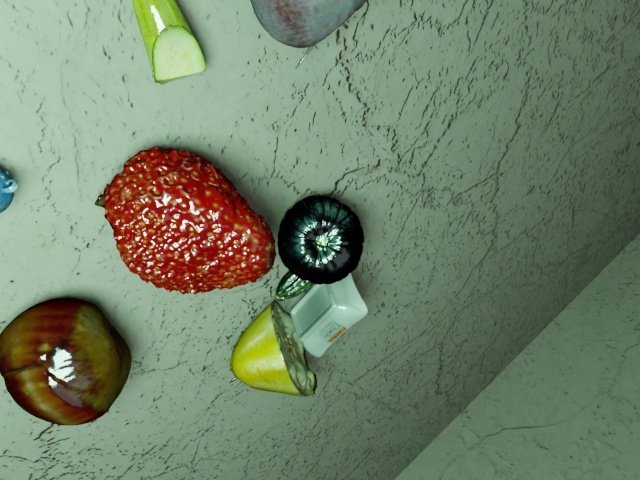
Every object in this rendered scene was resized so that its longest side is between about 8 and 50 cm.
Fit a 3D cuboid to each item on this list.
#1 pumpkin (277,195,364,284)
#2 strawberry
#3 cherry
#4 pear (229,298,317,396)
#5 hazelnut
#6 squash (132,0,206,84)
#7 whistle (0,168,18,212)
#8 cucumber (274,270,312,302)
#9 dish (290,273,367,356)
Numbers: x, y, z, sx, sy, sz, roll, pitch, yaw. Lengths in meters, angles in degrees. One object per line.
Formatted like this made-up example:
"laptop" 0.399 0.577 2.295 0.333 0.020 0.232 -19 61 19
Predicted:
"pumpkin" 0.000 0.000 1.193 0.201 0.140 0.202 0 92 -4
"strawberry" -0.234 -0.021 0.938 0.261 0.258 0.261 -26 141 -23
"cherry" -0.022 -0.429 0.860 0.213 0.183 0.266 -48 141 -13
"pear" -0.135 0.279 1.283 0.177 0.267 0.267 -19 135 7
"hazelnut" -0.465 0.215 0.957 0.229 0.229 0.230 -21 130 -27
"squash" -0.248 -0.336 0.822 0.090 0.075 0.200 -16 131 3
"whistle" -0.521 -0.073 0.794 0.157 0.090 0.090 -5 133 11
"cucumber" -0.008 0.051 1.296 0.265 0.077 0.077 -46 137 0
"dish" 0.003 0.170 1.291 0.077 0.151 0.212 14 131 -39
